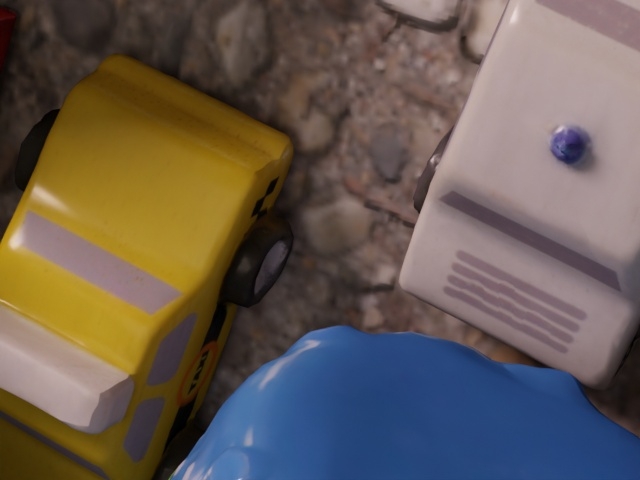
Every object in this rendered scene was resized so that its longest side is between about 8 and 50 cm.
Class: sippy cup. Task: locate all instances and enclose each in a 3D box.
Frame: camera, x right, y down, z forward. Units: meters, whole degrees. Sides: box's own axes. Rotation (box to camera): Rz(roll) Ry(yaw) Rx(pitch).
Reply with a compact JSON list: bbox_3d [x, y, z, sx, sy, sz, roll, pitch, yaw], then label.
[{"bbox_3d":[0.013,0.157,0.594,0.240,0.305,0.224,42,124,24],"label":"sippy cup"}]

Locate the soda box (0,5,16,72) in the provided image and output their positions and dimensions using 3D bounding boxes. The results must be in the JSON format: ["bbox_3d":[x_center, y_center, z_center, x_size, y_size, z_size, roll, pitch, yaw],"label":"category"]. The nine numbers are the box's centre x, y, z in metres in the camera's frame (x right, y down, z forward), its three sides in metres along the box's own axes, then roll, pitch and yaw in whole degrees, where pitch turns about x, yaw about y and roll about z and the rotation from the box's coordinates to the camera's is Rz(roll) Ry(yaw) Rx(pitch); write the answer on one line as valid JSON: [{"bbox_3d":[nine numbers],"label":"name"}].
[{"bbox_3d":[-0.252,-0.091,0.722,0.263,0.092,0.083,26,112,15],"label":"soda box"}]

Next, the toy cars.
[{"bbox_3d":[0.000,0.000,0.644,0.393,0.087,0.176,-23,97,28],"label":"toy cars"}]
